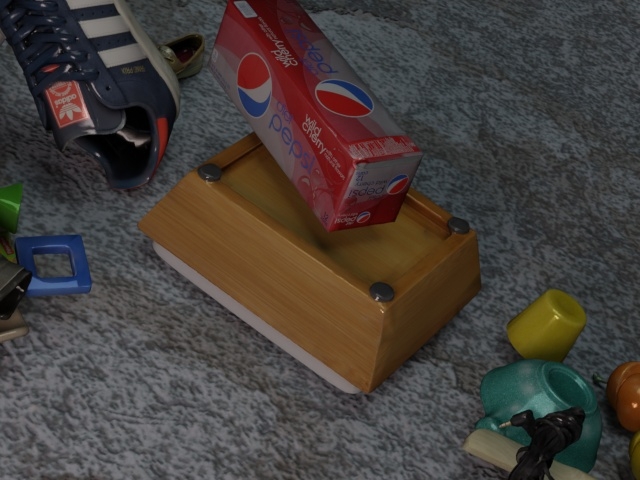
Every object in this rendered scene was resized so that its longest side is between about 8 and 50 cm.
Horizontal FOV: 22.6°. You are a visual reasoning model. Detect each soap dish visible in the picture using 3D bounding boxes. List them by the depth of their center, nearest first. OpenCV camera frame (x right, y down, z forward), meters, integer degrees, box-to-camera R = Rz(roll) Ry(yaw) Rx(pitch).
[{"bbox_3d":[0.000,0.000,1.601,0.291,0.118,0.229,35,40,17],"label":"soap dish"}]

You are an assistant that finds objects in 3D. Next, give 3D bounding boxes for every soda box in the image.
[{"bbox_3d":[-0.011,-0.129,1.576,0.083,0.092,0.263,-8,47,-34],"label":"soda box"}]

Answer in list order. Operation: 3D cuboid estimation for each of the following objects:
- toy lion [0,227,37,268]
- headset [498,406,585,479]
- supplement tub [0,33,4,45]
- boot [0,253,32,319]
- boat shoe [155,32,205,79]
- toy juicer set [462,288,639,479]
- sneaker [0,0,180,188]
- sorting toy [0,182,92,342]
[{"bbox_3d":[-0.319,0.023,1.491,0.096,0.034,0.100,-14,51,-28],"label":"toy lion"},{"bbox_3d":[0.128,0.317,1.240,0.243,0.185,0.394,24,50,1],"label":"headset"},{"bbox_3d":[-0.454,-0.303,1.672,0.191,0.191,0.272,-14,51,-37],"label":"supplement tub"},{"bbox_3d":[-0.368,0.044,1.325,0.161,0.083,0.246,44,52,14],"label":"boot"},{"bbox_3d":[-0.178,-0.200,1.805,0.050,0.045,0.135,34,40,14],"label":"boat shoe"},{"bbox_3d":[0.242,0.191,1.530,0.209,0.089,0.329,37,30,1],"label":"toy juicer set"},{"bbox_3d":[-0.250,-0.181,1.566,0.350,0.131,0.148,47,36,-42],"label":"sneaker"},{"bbox_3d":[-0.377,0.042,1.408,0.347,0.047,0.196,-16,56,-29],"label":"sorting toy"}]
